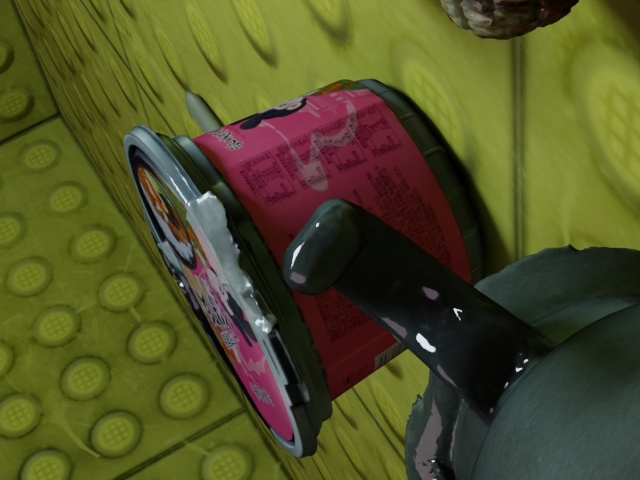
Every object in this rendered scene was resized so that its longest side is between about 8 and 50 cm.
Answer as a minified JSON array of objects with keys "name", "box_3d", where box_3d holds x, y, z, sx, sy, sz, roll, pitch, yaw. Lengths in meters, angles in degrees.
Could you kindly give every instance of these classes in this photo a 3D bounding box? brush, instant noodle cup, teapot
[{"name":"brush","box_3d":[-0.090,-0.086,1.503,0.299,0.039,0.042,56,164,39]},{"name":"instant noodle cup","box_3d":[0.000,0.000,0.952,0.302,0.182,0.258,42,157,56]},{"name":"teapot","box_3d":[0.108,0.104,0.539,0.285,0.305,0.223,-133,53,-72]}]

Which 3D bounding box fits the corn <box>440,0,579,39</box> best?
[{"name":"corn","box_3d":[0.072,-0.181,0.517,0.079,0.079,0.237,51,162,40]}]
